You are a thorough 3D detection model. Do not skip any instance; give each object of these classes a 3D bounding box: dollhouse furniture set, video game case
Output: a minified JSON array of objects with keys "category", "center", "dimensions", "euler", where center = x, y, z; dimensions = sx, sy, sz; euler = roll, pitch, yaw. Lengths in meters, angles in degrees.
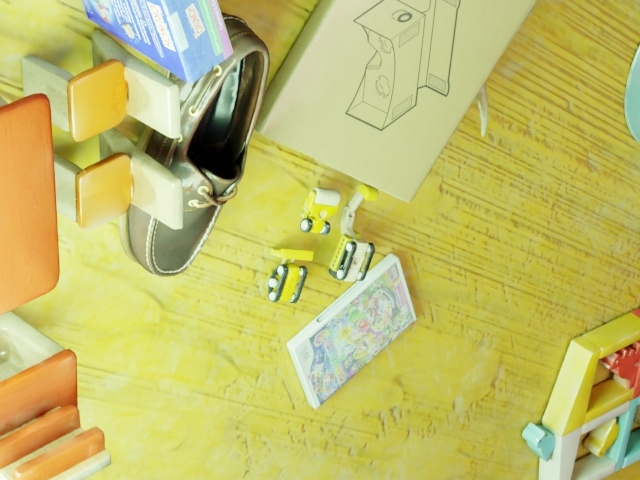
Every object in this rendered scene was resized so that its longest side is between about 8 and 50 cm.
[{"category":"dollhouse furniture set","center":[-0.201,0.026,1.263],"dimensions":[0.262,0.135,0.259],"euler":[-27,135,-33]},{"category":"video game case","center":[0.028,0.076,1.665],"dimensions":[0.122,0.011,0.087],"euler":[-40,142,-19]}]

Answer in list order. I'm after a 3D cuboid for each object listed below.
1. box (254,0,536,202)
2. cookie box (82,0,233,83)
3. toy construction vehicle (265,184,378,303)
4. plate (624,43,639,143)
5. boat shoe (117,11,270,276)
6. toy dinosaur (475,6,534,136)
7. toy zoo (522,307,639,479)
[{"category":"box","center":[0.058,-0.140,1.479],"dimensions":[0.164,0.021,0.201],"euler":[23,104,-38]},{"category":"cookie box","center":[-0.111,-0.160,1.242],"dimensions":[0.040,0.107,0.092],"euler":[-39,141,-21]},{"category":"toy construction vehicle","center":[0.000,0.000,1.562],"dimensions":[0.086,0.035,0.098],"euler":[2,114,-37]},{"category":"plate","center":[0.351,-0.166,1.828],"dimensions":[0.188,0.024,0.188],"euler":[-28,135,-32]},{"category":"boat shoe","center":[-0.087,-0.059,1.381],"dimensions":[0.073,0.073,0.207],"euler":[-15,130,-42]},{"category":"toy dinosaur","center":[0.115,-0.173,1.549],"dimensions":[0.092,0.053,0.183],"euler":[-35,134,-2]},{"category":"toy zoo","center":[0.316,0.154,2.032],"dimensions":[0.293,0.030,0.192],"euler":[-21,132,-38]}]
